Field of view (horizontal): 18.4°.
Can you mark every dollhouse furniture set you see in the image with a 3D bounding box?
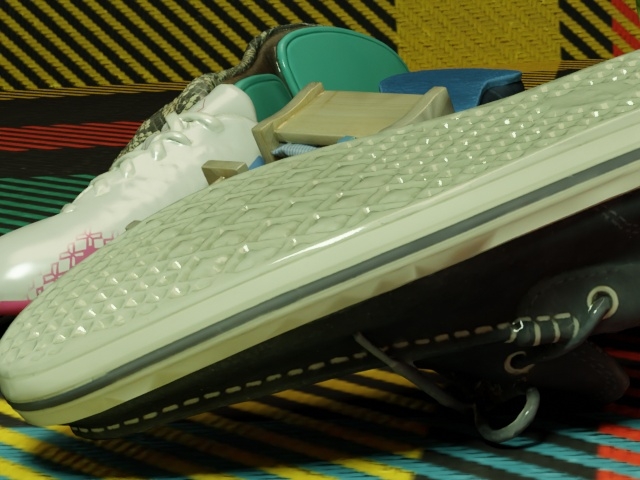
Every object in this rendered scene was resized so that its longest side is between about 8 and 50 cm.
[{"bbox_3d":[0.000,0.000,1.284,0.129,0.129,0.184,7,38,47],"label":"dollhouse furniture set"}]

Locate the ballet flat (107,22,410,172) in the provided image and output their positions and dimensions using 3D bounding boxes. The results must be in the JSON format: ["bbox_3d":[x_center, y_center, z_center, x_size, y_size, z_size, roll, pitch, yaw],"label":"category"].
[{"bbox_3d":[-0.063,-0.095,1.777,0.182,0.164,0.483,-22,4,22],"label":"ballet flat"}]

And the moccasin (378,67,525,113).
[{"bbox_3d":[0.095,-0.073,1.636,0.138,0.117,0.342,-1,13,17],"label":"moccasin"}]

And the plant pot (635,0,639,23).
[{"bbox_3d":[0.406,-0.169,1.779,0.228,0.207,0.227,-4,6,2],"label":"plant pot"}]

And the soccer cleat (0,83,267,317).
[{"bbox_3d":[-0.106,-0.030,1.351,0.331,0.143,0.116,-12,12,-41],"label":"soccer cleat"}]

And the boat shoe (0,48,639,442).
[{"bbox_3d":[0.088,0.017,0.990,0.500,0.156,0.187,-18,17,-12],"label":"boat shoe"}]

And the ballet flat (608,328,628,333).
[{"bbox_3d":[0.233,-0.010,1.197,0.400,0.139,0.139,-11,12,-43],"label":"ballet flat"}]
